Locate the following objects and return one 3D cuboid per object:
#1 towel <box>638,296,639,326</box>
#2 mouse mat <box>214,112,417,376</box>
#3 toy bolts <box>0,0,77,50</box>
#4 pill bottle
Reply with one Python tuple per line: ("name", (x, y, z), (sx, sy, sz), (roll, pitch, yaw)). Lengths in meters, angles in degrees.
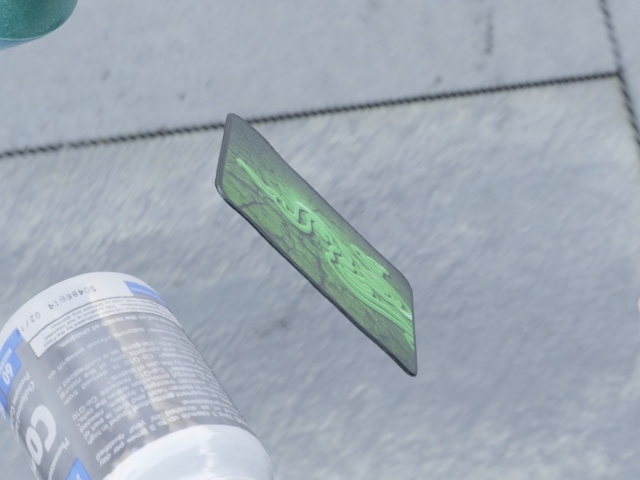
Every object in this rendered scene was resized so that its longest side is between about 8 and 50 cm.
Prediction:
("towel", (0.302, 0.147, 1.144), (0.187, 0.049, 0.282), (-10, 80, -13))
("mouse mat", (0.000, 0.000, 1.334), (0.007, 0.152, 0.189), (-40, 107, 16))
("toy bolts", (-0.191, -0.149, 0.731), (0.228, 0.158, 0.218), (21, 47, -29))
("pill bottle", (-0.065, 0.081, 0.735), (0.078, 0.078, 0.137), (-18, 44, -21))
